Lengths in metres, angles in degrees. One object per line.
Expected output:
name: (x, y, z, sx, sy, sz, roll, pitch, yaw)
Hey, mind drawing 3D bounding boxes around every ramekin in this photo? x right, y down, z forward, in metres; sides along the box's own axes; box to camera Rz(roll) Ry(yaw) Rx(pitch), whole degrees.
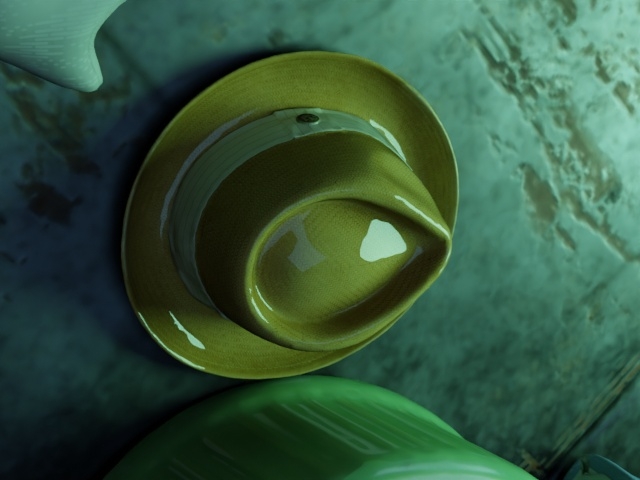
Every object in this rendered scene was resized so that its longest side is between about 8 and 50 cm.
ramekin: (0.015, 0.229, 0.695, 0.303, 0.148, 0.304, -1, 93, -26)

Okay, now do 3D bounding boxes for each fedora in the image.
fedora: (0.000, 0.000, 0.682, 0.194, 0.079, 0.194, -11, 116, -25)

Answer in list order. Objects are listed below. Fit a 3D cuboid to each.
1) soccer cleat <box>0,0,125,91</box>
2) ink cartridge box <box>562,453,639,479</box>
soccer cleat: (-0.042, -0.205, 0.567, 0.331, 0.116, 0.143, -46, 140, -1)
ink cartridge box: (0.273, 0.345, 0.932, 0.395, 0.151, 0.270, 29, 96, -33)
